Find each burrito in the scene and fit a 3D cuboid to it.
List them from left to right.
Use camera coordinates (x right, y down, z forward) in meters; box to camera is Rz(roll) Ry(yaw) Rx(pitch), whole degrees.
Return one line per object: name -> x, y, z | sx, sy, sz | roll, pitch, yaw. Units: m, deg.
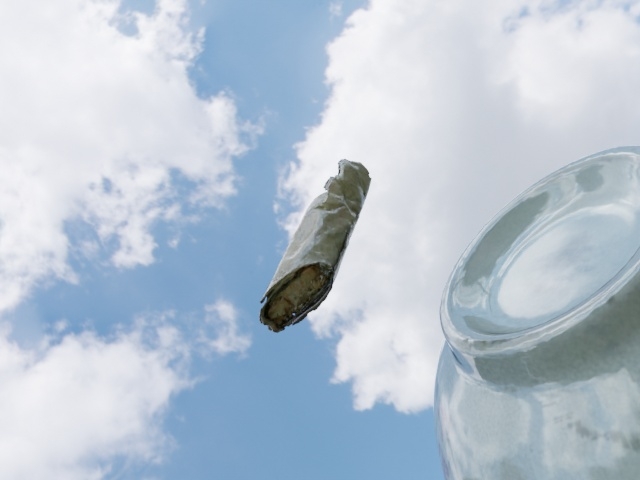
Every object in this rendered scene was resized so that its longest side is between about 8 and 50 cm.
burrito -> 0.000, 0.000, 0.404 | 0.041, 0.055, 0.149 | 33, -120, -12

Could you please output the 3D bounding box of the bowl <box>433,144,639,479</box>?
bowl -> 0.214, 0.064, 0.363 | 0.196, 0.434, 0.435 | 43, -106, -12
